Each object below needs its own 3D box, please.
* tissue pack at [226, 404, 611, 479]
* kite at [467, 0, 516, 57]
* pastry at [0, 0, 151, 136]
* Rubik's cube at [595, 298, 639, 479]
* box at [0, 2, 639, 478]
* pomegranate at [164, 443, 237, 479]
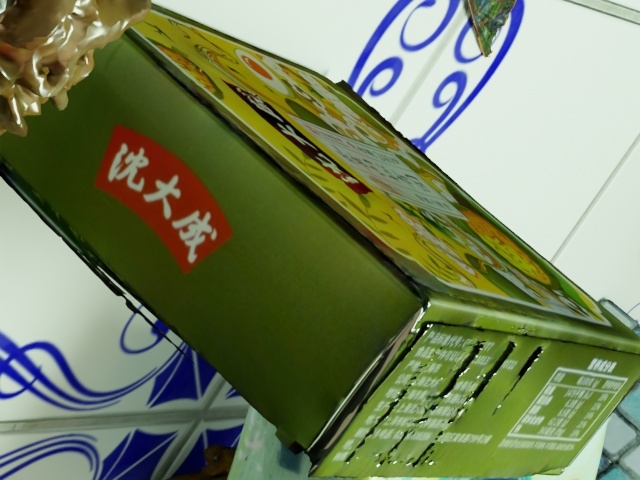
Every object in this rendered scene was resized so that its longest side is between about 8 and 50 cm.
[{"bbox_3d":[0.072,0.254,1.681,0.388,0.162,0.287,6,103,-54],"label":"tissue pack"},{"bbox_3d":[0.171,-0.236,1.706,0.159,0.010,0.190,-16,141,-49],"label":"kite"},{"bbox_3d":[-0.223,-0.202,0.863,0.337,0.292,0.405,-13,133,-47],"label":"pastry"},{"bbox_3d":[0.342,0.304,2.366,0.287,0.292,0.293,-37,153,-22],"label":"Rubik's cube"},{"bbox_3d":[0.000,0.000,1.367,0.138,0.373,0.420,-53,153,12],"label":"box"},{"bbox_3d":[-0.079,0.308,1.835,0.248,0.248,0.248,-35,151,-23],"label":"pomegranate"}]
